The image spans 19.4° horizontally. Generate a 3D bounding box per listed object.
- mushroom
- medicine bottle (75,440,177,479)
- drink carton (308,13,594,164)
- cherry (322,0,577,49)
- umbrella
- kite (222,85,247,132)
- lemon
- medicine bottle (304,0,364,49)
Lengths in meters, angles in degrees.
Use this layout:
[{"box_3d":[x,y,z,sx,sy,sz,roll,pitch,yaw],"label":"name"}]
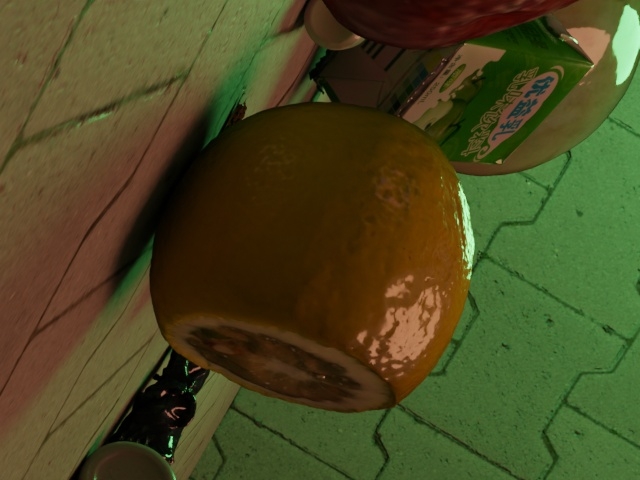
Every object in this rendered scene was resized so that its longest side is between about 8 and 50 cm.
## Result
[{"box_3d":[0.226,-0.259,2.377,0.362,0.294,0.362,-21,142,-18],"label":"mushroom"},{"box_3d":[-0.209,0.283,1.891,0.105,0.105,0.168,-57,176,-39],"label":"medicine bottle"},{"box_3d":[0.134,-0.169,1.857,0.161,0.108,0.271,-48,154,25],"label":"drink carton"},{"box_3d":[0.107,-0.233,1.068,0.285,0.213,0.236,-36,156,4],"label":"cherry"},{"box_3d":[-0.155,0.158,1.991,0.224,0.080,0.071,-61,144,-42],"label":"umbrella"},{"box_3d":[-0.103,-0.031,1.520,0.125,0.008,0.222,-56,175,-22],"label":"kite"},{"box_3d":[0.000,0.000,1.402,0.240,0.240,0.219,112,-3,-71],"label":"lemon"},{"box_3d":[0.017,-0.184,1.546,0.052,0.052,0.089,-60,177,10],"label":"medicine bottle"}]
